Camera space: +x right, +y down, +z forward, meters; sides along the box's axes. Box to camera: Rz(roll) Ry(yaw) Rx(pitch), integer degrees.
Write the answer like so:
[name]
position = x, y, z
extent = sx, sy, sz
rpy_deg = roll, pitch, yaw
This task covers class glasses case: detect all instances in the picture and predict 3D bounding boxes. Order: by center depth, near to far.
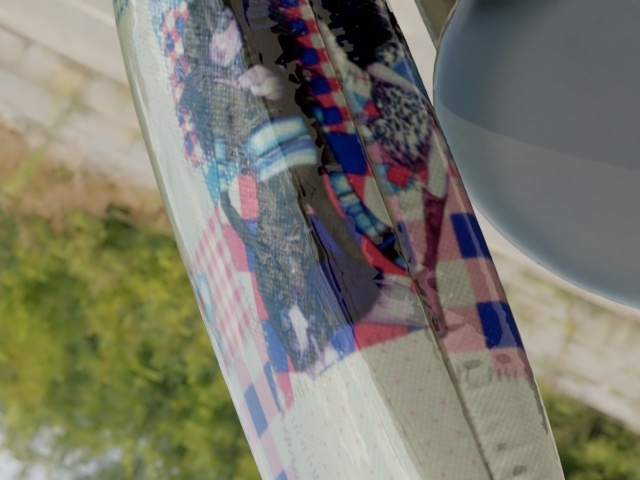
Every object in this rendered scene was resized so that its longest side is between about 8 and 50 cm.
[glasses case]
position = 0.000, 0.000, 0.615
extent = 0.076, 0.327, 0.125
rpy_deg = -12, 159, -21

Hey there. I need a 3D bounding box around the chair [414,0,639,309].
[chair]
position = 0.201, -0.208, 0.842
extent = 0.362, 0.410, 0.364
rpy_deg = 17, 139, -21
